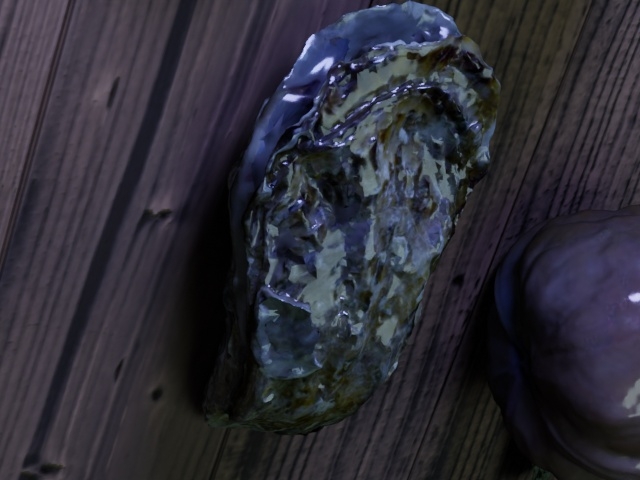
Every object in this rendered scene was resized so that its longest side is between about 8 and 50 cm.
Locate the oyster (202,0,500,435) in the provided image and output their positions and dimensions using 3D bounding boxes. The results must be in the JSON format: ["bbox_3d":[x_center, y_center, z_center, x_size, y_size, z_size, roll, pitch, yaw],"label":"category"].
[{"bbox_3d":[0.001,0.005,1.112,0.162,0.158,0.351,22,114,-9],"label":"oyster"}]

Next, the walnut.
[{"bbox_3d":[0.258,0.086,1.350,0.248,0.248,0.248,-27,135,-31],"label":"walnut"}]

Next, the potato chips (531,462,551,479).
[{"bbox_3d":[0.240,0.138,1.518,0.228,0.059,0.167,-53,137,6],"label":"potato chips"}]
